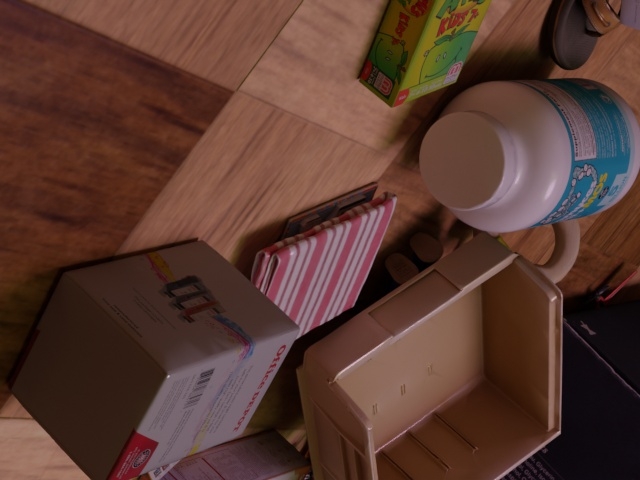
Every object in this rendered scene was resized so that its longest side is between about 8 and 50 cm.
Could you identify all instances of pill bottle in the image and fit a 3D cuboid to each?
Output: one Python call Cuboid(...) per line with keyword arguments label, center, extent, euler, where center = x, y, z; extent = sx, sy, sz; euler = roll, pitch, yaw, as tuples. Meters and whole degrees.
Cuboid(label="pill bottle", center=(0.202, -0.085, 1.637), extent=(0.264, 0.146, 0.146), euler=(-10, 136, -55))

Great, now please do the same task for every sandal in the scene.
Cuboid(label="sandal", center=(0.285, -0.250, 1.635), extent=(0.090, 0.060, 0.219), euler=(-25, 147, -43))

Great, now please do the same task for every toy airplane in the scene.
Cuboid(label="toy airplane", center=(0.407, 0.098, 2.433), extent=(0.151, 0.028, 0.151), euler=(-38, 155, -21))

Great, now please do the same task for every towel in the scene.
Cuboid(label="towel", center=(-0.010, 0.033, 1.574), extent=(0.197, 0.029, 0.144), euler=(-26, 147, -47))

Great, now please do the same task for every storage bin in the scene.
Cuboid(label="storage bin", center=(0.121, 0.162, 1.763), extent=(0.262, 0.123, 0.260), euler=(-32, 141, -22))

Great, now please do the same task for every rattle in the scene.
Cuboid(label="rattle", center=(0.234, -0.026, 1.889), extent=(0.143, 0.130, 0.200), euler=(99, 11, -69))

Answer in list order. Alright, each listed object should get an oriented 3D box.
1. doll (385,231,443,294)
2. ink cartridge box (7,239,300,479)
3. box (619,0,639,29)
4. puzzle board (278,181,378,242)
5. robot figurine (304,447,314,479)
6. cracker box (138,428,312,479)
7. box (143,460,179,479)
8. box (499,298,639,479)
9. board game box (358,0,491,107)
Cuboid(label="doll", center=(0.098, 0.071, 1.823), extent=(0.129, 0.046, 0.189), euler=(-39, 152, -19))
Cuboid(label="ink cartridge box", center=(-0.132, 0.096, 1.350), extent=(0.176, 0.127, 0.128), euler=(-13, 139, -54))
Cuboid(label="box", center=(0.349, -0.311, 1.603), extent=(0.186, 0.038, 0.145), euler=(-46, 148, -34))
Cuboid(label="puzzle board", center=(0.000, 0.000, 1.585), extent=(0.128, 0.011, 0.096), euler=(-24, 147, -45))
Cuboid(label="robot figurine", center=(0.039, 0.261, 1.967), extent=(0.291, 0.085, 0.211), euler=(-52, 156, 7))
Cuboid(label="cracker box", center=(-0.125, 0.294, 1.752), extent=(0.232, 0.067, 0.156), euler=(-8, 133, -56))
Cuboid(label="box", center=(-0.145, 0.181, 1.590), extent=(0.081, 0.028, 0.136), euler=(-42, 154, -16))
Cuboid(label="box", center=(0.401, 0.350, 2.452), extent=(0.480, 0.297, 0.472), euler=(-5, 135, -58))
Cuboid(label="board game box", center=(0.103, -0.205, 1.405), extent=(0.092, 0.043, 0.181), euler=(-25, 147, -43))
